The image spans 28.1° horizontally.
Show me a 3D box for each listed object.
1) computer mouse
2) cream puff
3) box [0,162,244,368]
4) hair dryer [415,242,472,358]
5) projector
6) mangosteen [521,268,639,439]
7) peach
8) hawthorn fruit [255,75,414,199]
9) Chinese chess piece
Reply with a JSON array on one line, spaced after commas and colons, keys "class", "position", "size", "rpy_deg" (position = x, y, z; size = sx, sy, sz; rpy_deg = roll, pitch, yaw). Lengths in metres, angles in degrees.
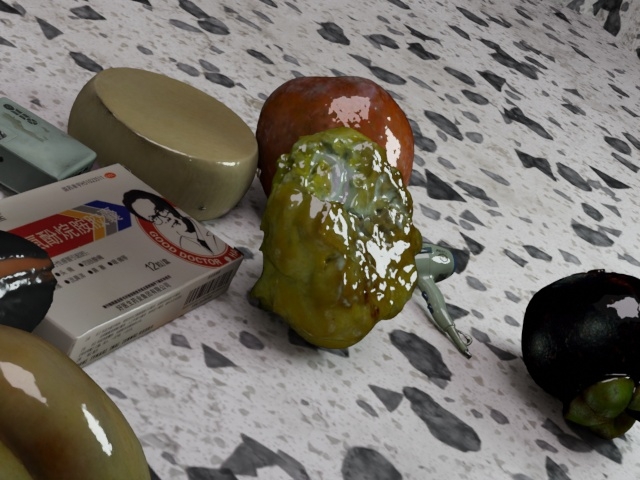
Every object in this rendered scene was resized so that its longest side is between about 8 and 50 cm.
[{"class": "computer mouse", "position": [-0.365, 0.068, 1.158], "size": [0.183, 0.116, 0.323], "rpy_deg": [-9, 19, 20]}, {"class": "cream puff", "position": [0.000, -0.002, 1.614], "size": [0.185, 0.281, 0.282], "rpy_deg": [-6, 2, 38]}, {"class": "box", "position": [-0.263, 0.021, 1.474], "size": [0.214, 0.069, 0.353], "rpy_deg": [36, 25, 14]}, {"class": "hair dryer", "position": [0.125, 0.079, 1.804], "size": [0.167, 0.067, 0.199], "rpy_deg": [10, 45, -18]}, {"class": "projector", "position": [-0.373, -0.108, 1.598], "size": [0.147, 0.061, 0.115], "rpy_deg": [31, 24, 4]}, {"class": "mangosteen", "position": [0.388, 0.154, 1.748], "size": [0.243, 0.243, 0.243], "rpy_deg": [23, 26, -12]}, {"class": "peach", "position": [-0.270, 0.196, 0.937], "size": [0.292, 0.247, 0.292], "rpy_deg": [16, 52, -21]}, {"class": "hawthorn fruit", "position": [0.025, -0.112, 1.842], "size": [0.235, 0.263, 0.231], "rpy_deg": [-13, 1, -14]}, {"class": "Chinese chess piece", "position": [-0.216, -0.135, 1.763], "size": [0.273, 0.102, 0.273], "rpy_deg": [22, 25, -11]}]
